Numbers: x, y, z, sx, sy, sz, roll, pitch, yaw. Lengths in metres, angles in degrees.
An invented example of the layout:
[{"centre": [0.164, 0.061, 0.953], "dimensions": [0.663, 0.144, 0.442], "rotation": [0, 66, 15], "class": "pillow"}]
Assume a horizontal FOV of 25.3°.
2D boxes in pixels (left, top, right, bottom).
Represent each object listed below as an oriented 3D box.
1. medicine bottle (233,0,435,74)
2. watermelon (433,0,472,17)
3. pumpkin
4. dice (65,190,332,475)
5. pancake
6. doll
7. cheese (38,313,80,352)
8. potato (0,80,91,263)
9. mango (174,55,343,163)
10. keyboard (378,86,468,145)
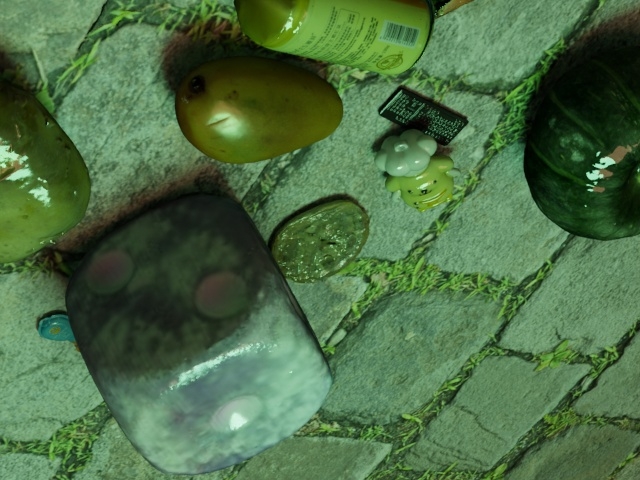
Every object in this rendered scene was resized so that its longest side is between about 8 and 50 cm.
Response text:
[{"centre": [0.011, -0.268, 1.663], "dimensions": [0.239, 0.124, 0.124], "rotation": [8, 129, -39], "class": "medicine bottle"}, {"centre": [0.209, -0.339, 1.773], "dimensions": [0.245, 0.063, 0.119], "rotation": [-31, 162, -7], "class": "watermelon"}, {"centre": [0.438, -0.134, 2.028], "dimensions": [0.300, 0.207, 0.300], "rotation": [-20, 134, -22], "class": "pumpkin"}, {"centre": [-0.159, 0.125, 1.873], "dimensions": [0.270, 0.271, 0.270], "rotation": [-28, 143, -1], "class": "dice"}, {"centre": [0.000, 0.000, 2.040], "dimensions": [0.158, 0.028, 0.158], "rotation": [-18, 138, -17], "class": "pancake"}, {"centre": [0.135, -0.096, 1.987], "dimensions": [0.106, 0.062, 0.162], "rotation": [-23, 145, 12], "class": "doll"}, {"centre": [-0.348, 0.128, 1.961], "dimensions": [0.047, 0.017, 0.111], "rotation": [-36, 143, 13], "class": "cheese"}, {"centre": [-0.374, -0.090, 1.595], "dimensions": [0.191, 0.141, 0.296], "rotation": [-17, 145, 9], "class": "potato"}, {"centre": [-0.074, -0.157, 1.742], "dimensions": [0.253, 0.113, 0.138], "rotation": [0, 130, -43], "class": "mango"}, {"centre": [0.142, -0.168, 1.955], "dimensions": [0.155, 0.010, 0.053], "rotation": [19, 123, -45], "class": "keyboard"}]
